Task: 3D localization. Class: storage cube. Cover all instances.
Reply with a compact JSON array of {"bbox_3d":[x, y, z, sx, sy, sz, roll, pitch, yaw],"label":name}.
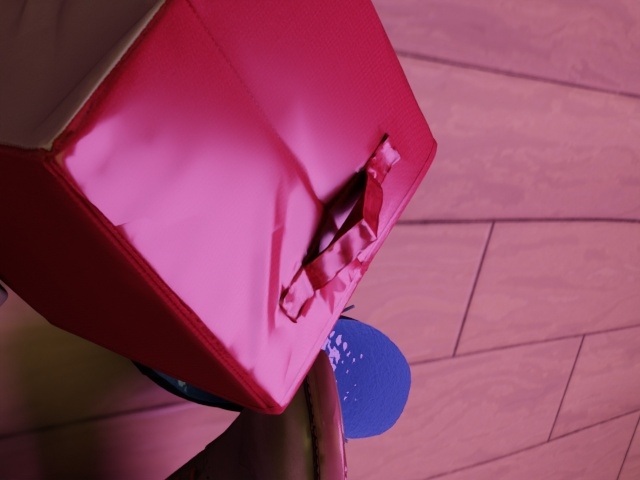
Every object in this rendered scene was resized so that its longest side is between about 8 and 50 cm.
[{"bbox_3d":[-0.083,-0.058,0.473,0.183,0.215,0.193,-58,139,-23],"label":"storage cube"}]

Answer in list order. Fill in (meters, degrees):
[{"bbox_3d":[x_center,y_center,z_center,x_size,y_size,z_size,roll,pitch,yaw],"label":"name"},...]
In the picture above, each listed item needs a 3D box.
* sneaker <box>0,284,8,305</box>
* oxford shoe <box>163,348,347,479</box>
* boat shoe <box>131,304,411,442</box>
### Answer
[{"bbox_3d":[-0.258,0.015,0.441,0.118,0.083,0.222,-52,138,-11],"label":"sneaker"},{"bbox_3d":[-0.069,0.200,0.631,0.130,0.123,0.348,6,132,-15],"label":"oxford shoe"},{"bbox_3d":[-0.032,0.083,0.705,0.258,0.089,0.109,29,76,-43],"label":"boat shoe"}]
